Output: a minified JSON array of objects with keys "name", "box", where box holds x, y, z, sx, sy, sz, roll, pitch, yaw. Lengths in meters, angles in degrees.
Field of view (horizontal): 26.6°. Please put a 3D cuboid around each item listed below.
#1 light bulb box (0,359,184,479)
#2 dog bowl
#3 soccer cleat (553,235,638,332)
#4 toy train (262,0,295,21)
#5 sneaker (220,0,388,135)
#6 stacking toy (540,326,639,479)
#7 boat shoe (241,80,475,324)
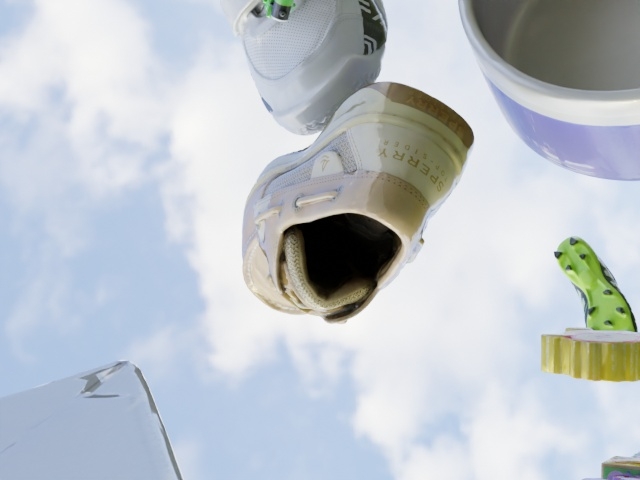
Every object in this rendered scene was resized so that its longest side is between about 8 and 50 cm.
[{"name":"light bulb box","box":[-0.169,0.284,0.457,0.358,0.225,0.361,-16,-72,-9]},{"name":"dog bowl","box":[0.242,-0.178,1.013,0.104,0.265,0.264,57,-137,-50]},{"name":"soccer cleat","box":[0.329,0.070,1.567,0.072,0.060,0.178,25,-145,-46]},{"name":"toy train","box":[-0.012,-0.147,0.676,0.017,0.023,0.083,8,-61,-15]},{"name":"sneaker","box":[-0.070,-0.254,1.168,0.210,0.137,0.365,34,-150,-37]},{"name":"stacking toy","box":[0.164,0.117,0.651,0.221,0.052,0.166,-6,-84,-60]},{"name":"boat shoe","box":[0.000,0.000,1.010,0.122,0.341,0.110,26,-115,-6]}]
